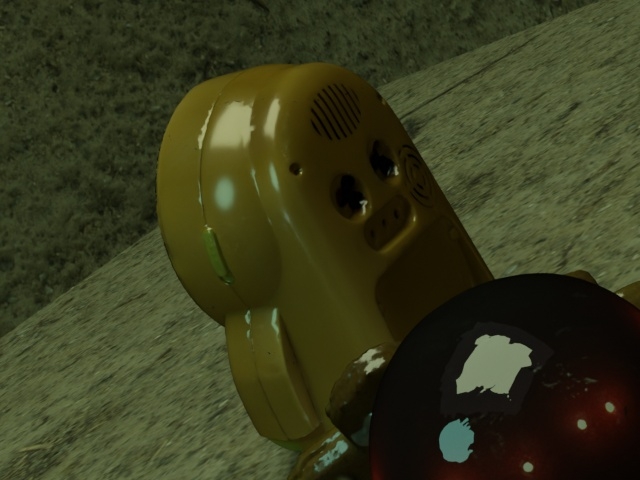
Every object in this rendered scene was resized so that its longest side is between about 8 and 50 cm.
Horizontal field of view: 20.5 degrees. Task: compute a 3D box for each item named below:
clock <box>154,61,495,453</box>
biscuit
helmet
[{"bbox_3d":[0.000,0.000,1.493,0.200,0.317,0.244,-15,17,33],"label":"clock"},{"bbox_3d":[0.128,0.097,1.182,0.302,0.049,0.197,-16,-29,-26],"label":"biscuit"},{"bbox_3d":[0.124,0.121,0.995,0.189,0.193,0.216,-26,54,25],"label":"helmet"}]
